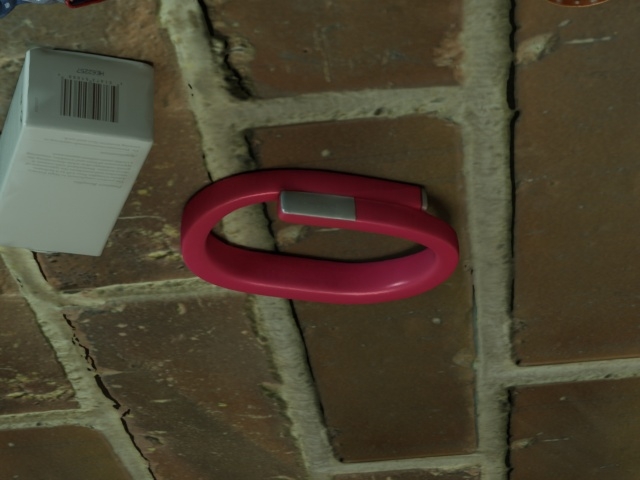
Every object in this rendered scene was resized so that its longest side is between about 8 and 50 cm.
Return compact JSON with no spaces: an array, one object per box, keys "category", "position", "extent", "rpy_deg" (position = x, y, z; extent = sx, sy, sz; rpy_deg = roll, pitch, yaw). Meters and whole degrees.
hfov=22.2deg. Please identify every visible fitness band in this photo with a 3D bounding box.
[{"category":"fitness band","position":[0.000,0.000,1.681],"extent":[0.291,0.054,0.209],"rpy_deg":[8,153,-19]}]

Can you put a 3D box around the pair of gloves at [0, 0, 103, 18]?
[{"category":"pair of gloves","position":[-0.257,-0.180,1.210],"extent":[0.159,0.023,0.198],"rpy_deg":[9,-158,36]}]

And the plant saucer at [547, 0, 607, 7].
[{"category":"plant saucer","position":[0.213,-0.217,1.316],"extent":[0.083,0.013,0.083],"rpy_deg":[-3,152,-1]}]

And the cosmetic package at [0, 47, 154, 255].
[{"category":"cosmetic package","position":[-0.230,-0.074,1.478],"extent":[0.117,0.085,0.231],"rpy_deg":[8,153,-18]}]
